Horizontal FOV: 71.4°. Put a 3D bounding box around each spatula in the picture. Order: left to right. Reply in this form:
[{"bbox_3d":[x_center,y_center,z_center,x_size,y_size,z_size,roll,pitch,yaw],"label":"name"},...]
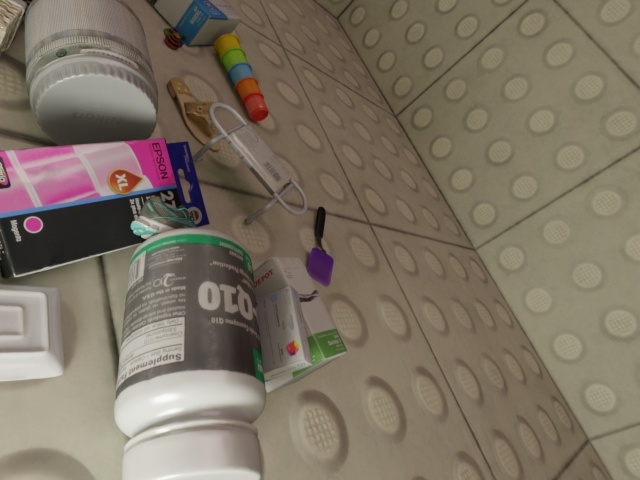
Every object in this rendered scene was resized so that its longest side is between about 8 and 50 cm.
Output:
[{"bbox_3d":[0.000,0.000,1.290,0.084,0.030,0.296,32,35,-27],"label":"spatula"}]

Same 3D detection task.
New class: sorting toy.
[{"bbox_3d":[-0.441,-0.624,1.360,0.061,0.042,0.101,23,40,-40],"label":"sorting toy"}]

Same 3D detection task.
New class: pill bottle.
[{"bbox_3d":[-0.191,0.175,0.668,0.204,0.204,0.360,24,40,-39],"label":"pill bottle"}]

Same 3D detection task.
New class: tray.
[{"bbox_3d":[-0.463,0.104,0.551,0.271,0.030,0.145,13,46,-47],"label":"tray"}]

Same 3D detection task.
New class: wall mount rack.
[{"bbox_3d":[-0.171,-0.202,1.183,0.350,0.131,0.304,51,32,-10],"label":"wall mount rack"}]

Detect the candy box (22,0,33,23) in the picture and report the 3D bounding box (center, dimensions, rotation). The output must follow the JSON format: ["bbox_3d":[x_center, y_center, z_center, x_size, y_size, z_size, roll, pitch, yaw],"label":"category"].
[{"bbox_3d":[-0.629,-0.510,0.915,0.053,0.109,0.187,56,31,8],"label":"candy box"}]

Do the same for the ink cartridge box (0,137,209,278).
[{"bbox_3d":[-0.343,-0.074,0.749,0.371,0.069,0.175,-22,102,-50],"label":"ink cartridge box"}]

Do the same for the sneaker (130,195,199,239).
[{"bbox_3d":[-0.238,-0.023,0.771,0.167,0.065,0.076,33,59,-46],"label":"sneaker"}]

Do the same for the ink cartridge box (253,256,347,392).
[{"bbox_3d":[-0.072,0.161,0.886,0.093,0.160,0.219,4,55,-55],"label":"ink cartridge box"}]

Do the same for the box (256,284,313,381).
[{"bbox_3d":[-0.116,0.178,0.785,0.038,0.186,0.145,48,22,-51],"label":"box"}]

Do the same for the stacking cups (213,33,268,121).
[{"bbox_3d":[-0.259,-0.535,1.466,0.096,0.096,0.316,4,55,-52],"label":"stacking cups"}]

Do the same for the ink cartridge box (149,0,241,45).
[{"bbox_3d":[-0.445,-0.806,1.465,0.307,0.129,0.223,48,31,-6],"label":"ink cartridge box"}]

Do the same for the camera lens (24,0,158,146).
[{"bbox_3d":[-0.441,-0.330,0.863,0.220,0.219,0.274,13,47,-47],"label":"camera lens"}]

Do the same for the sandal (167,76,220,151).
[{"bbox_3d":[-0.324,-0.356,1.190,0.239,0.079,0.088,57,30,10],"label":"sandal"}]

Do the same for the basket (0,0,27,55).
[{"bbox_3d":[-0.638,-0.407,0.787,0.167,0.113,0.103,25,41,-37],"label":"basket"}]
